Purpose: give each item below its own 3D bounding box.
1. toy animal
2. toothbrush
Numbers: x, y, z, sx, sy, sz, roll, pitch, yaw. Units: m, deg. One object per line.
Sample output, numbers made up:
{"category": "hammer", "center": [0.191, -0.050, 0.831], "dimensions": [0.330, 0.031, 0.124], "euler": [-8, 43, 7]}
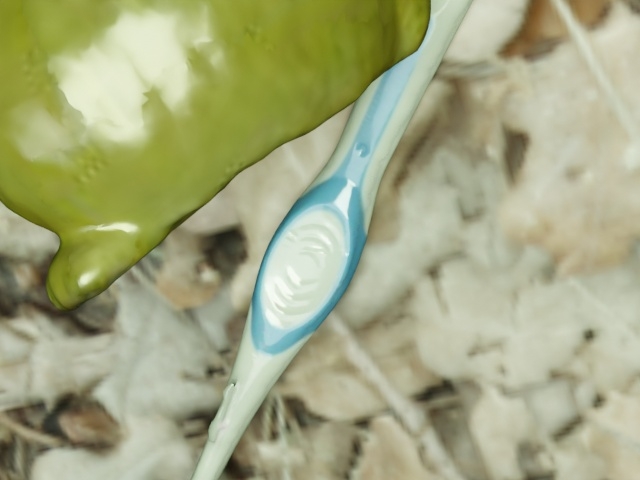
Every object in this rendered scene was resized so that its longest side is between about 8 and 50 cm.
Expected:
{"category": "toy animal", "center": [-0.140, -0.144, 0.528], "dimensions": [0.363, 0.181, 0.180], "euler": [42, 106, 0]}
{"category": "toothbrush", "center": [-0.001, 0.001, 0.599], "dimensions": [0.040, 0.040, 0.386], "euler": [28, 113, 8]}
